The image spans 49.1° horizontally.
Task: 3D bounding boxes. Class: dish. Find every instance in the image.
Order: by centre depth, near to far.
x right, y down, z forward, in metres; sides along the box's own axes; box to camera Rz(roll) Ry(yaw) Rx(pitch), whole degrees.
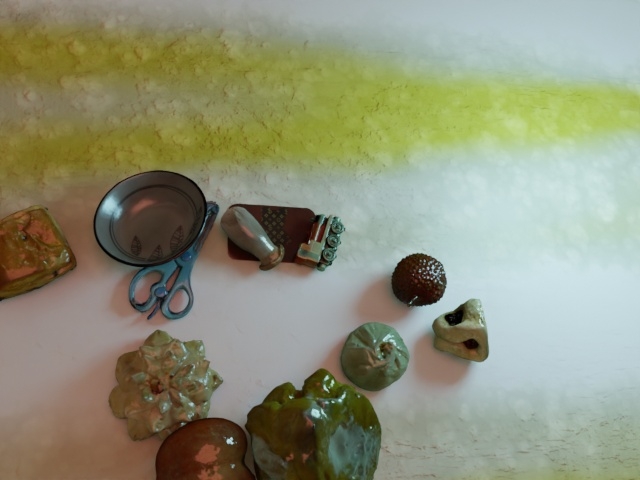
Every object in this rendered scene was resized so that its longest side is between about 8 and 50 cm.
[{"bbox_3d":[-0.457,-0.043,1.931,0.316,0.106,0.317,0,59,1],"label":"dish"}]

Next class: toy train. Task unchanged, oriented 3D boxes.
[{"bbox_3d":[0.000,0.000,2.063,0.118,0.074,0.176,20,68,-7],"label":"toy train"}]

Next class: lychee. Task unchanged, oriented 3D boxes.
[{"bbox_3d":[0.287,0.124,2.043,0.165,0.165,0.197,19,51,-7],"label":"lychee"}]

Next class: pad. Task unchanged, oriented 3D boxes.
[{"bbox_3d":[-0.142,-0.021,2.074,0.267,0.004,0.181,3,70,-14],"label":"pad"}]

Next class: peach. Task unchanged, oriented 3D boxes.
[{"bbox_3d":[-0.280,0.561,1.700,0.252,0.252,0.253,5,69,-12],"label":"peach"}]

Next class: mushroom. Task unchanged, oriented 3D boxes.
[{"bbox_3d":[-0.196,-0.008,2.008,0.212,0.088,0.097,40,34,-3],"label":"mushroom"}]

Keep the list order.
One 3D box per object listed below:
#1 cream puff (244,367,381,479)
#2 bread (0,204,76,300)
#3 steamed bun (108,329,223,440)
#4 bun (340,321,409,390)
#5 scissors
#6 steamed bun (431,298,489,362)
[{"bbox_3d":[-0.034,0.510,1.780,0.378,0.275,0.379,14,71,-46],"label":"cream puff"},{"bbox_3d":[-0.788,0.031,1.840,0.235,0.099,0.210,-30,80,-22],"label":"bread"},{"bbox_3d":[-0.395,0.364,1.799,0.295,0.137,0.292,0,67,-12],"label":"steamed bun"},{"bbox_3d":[0.153,0.323,1.961,0.195,0.118,0.196,3,73,-11],"label":"bun"},{"bbox_3d":[-0.389,0.051,1.969,0.180,0.032,0.393,26,67,-2],"label":"scissors"},{"bbox_3d":[0.404,0.267,2.036,0.155,0.172,0.141,-7,30,9],"label":"steamed bun"}]
